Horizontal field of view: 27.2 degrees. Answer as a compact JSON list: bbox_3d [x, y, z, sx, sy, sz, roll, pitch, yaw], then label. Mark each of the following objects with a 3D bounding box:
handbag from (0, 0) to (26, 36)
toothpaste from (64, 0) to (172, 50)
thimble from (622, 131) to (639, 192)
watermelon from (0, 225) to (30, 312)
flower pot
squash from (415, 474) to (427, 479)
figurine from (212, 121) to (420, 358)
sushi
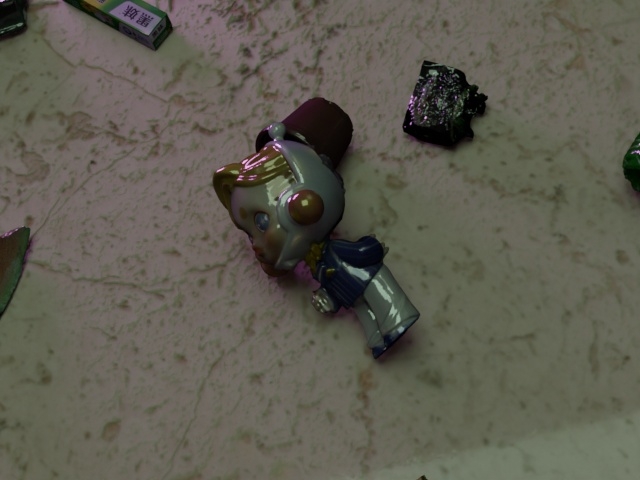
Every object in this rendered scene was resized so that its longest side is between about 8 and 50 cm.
[{"bbox_3d":[-0.548,-0.355,1.827,0.260,0.079,0.247,-23,61,-1],"label":"handbag"},{"bbox_3d":[-0.278,-0.314,1.771,0.178,0.037,0.043,30,71,24],"label":"toothpaste"},{"bbox_3d":[0.404,-0.085,1.466,0.130,0.118,0.090,20,70,50],"label":"thimble"},{"bbox_3d":[-0.421,0.053,1.594,0.101,0.080,0.155,-1,78,21],"label":"watermelon"},{"bbox_3d":[-0.010,-0.117,1.583,0.111,0.111,0.089,26,56,23],"label":"flower pot"},{"bbox_3d":[0.037,0.327,1.351,0.224,0.094,0.094,-29,60,5],"label":"squash"},{"bbox_3d":[0.004,-0.001,1.463,0.133,0.194,0.274,-39,60,-23],"label":"figurine"},{"bbox_3d":[0.150,-0.159,1.589,0.084,0.056,0.083,18,67,21],"label":"sushi"}]
